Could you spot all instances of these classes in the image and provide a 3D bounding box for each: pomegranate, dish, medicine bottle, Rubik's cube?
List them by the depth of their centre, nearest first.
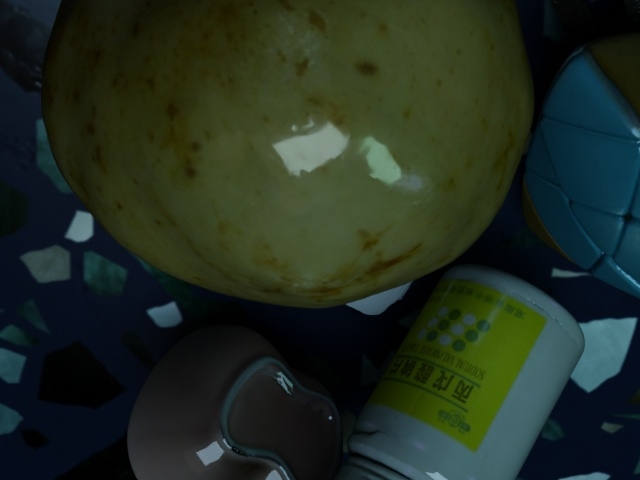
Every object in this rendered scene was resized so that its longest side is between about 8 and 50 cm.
[{"bbox_3d":[-0.029,-0.124,0.719,0.342,0.342,0.342,-2,120,-3],"label":"pomegranate"},{"bbox_3d":[0.227,-0.061,0.857,0.254,0.254,0.254,-2,120,-3],"label":"Rubik's cube"},{"bbox_3d":[0.109,0.159,0.935,0.143,0.143,0.258,39,72,-23],"label":"medicine bottle"},{"bbox_3d":[-0.054,0.172,0.958,0.213,0.213,0.090,42,139,-24],"label":"dish"}]

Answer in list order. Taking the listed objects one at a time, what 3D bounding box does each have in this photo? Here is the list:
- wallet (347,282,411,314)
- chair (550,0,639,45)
[{"bbox_3d":[0.000,0.000,0.966,0.190,0.033,0.095,27,117,-18],"label":"wallet"},{"bbox_3d":[0.251,-0.231,0.821,0.174,0.149,0.213,-28,160,9],"label":"chair"}]
